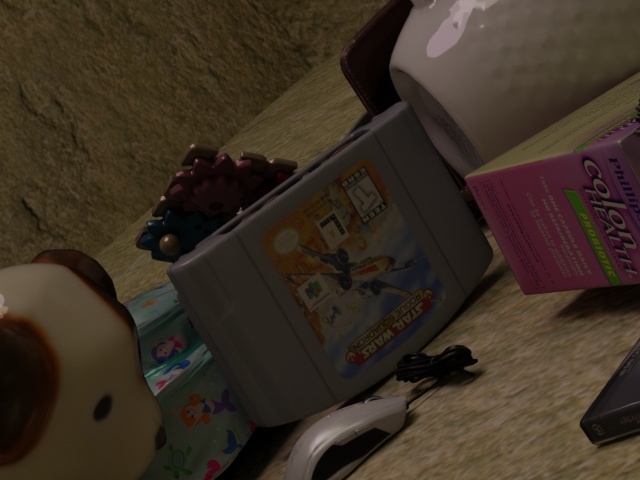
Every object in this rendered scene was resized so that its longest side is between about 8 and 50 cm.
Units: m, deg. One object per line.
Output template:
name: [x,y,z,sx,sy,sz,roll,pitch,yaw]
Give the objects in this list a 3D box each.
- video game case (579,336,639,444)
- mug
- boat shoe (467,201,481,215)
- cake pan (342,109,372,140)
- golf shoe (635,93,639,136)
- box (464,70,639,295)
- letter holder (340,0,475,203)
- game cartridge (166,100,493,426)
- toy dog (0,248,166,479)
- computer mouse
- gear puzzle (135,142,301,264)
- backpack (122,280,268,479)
video game case: [0.315,0.040,1.276,0.274,0.026,0.196,-24,14,43]
mug: [0.212,-0.236,1.792,0.328,0.374,0.276,-39,17,-6]
boat shoe: [0.090,-0.044,2.133,0.324,0.123,0.116,-37,8,-25]
cake pan: [0.152,-0.142,2.260,0.293,0.054,0.293,-30,-17,-10]
golf shoe: [0.298,-0.133,1.387,0.094,0.077,0.198,27,55,27]
box: [0.275,-0.061,1.545,0.213,0.117,0.243,-31,7,-23]
letter holder: [0.199,-0.209,2.059,0.302,0.214,0.152,-40,12,-27]
game cartridge: [0.021,0.028,1.772,0.297,0.198,0.062,-37,10,-28]
toy dog: [-0.300,0.181,1.615,0.408,0.395,0.284,-39,-2,26]
computer mouse: [0.037,0.147,1.618,0.193,0.042,0.106,-38,11,-19]
gear puzzle: [0.000,0.000,1.881,0.175,0.339,0.044,125,146,-44]
backpack: [-0.152,0.155,1.823,0.225,0.191,0.253,-27,17,31]
